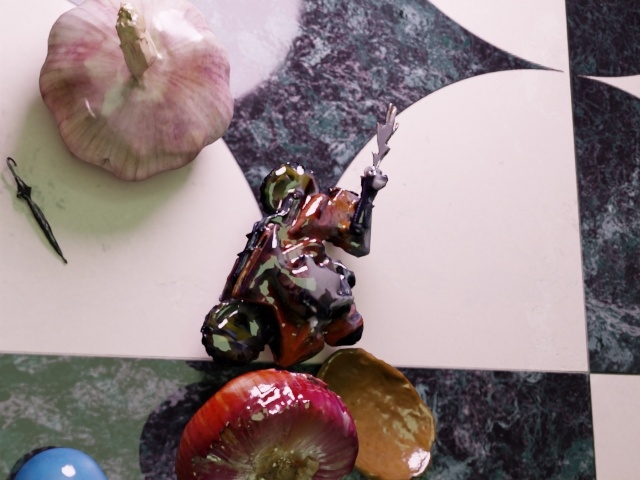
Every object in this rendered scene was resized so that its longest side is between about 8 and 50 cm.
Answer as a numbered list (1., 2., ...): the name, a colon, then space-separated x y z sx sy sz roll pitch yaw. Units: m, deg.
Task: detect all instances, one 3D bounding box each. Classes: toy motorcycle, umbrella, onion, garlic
1. toy motorcycle: 0.000 0.000 1.146 0.207 0.134 0.400 26 71 -17
2. umbrella: -0.350 -0.036 1.065 0.022 0.022 0.148 -28 91 12
3. onion: -0.073 0.243 1.054 0.230 0.163 0.229 -11 117 -22
4. garlic: -0.218 -0.210 1.038 0.245 0.253 0.244 3 77 -13

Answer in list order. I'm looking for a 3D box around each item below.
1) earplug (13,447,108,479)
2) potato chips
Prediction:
1. earplug: -0.250 0.358 0.968 0.132 0.132 0.272 -30 88 -26
2. potato chips: 0.069 0.240 1.169 0.202 0.049 0.150 34 66 -11
